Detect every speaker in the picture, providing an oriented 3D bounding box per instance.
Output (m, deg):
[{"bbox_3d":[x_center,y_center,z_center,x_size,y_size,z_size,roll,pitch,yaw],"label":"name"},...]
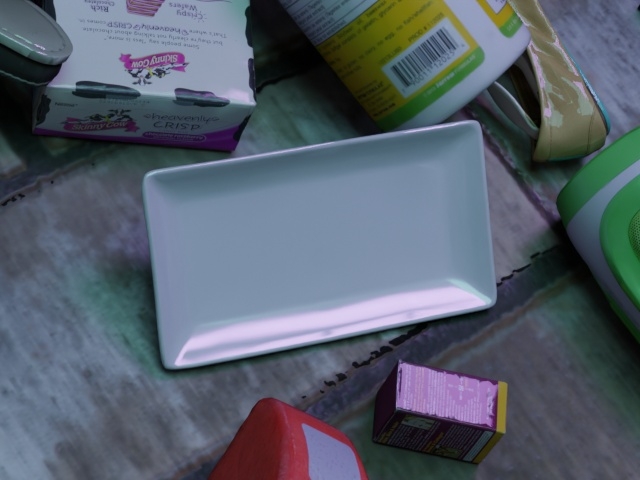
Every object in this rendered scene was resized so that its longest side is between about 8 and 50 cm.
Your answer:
[{"bbox_3d":[0.307,0.054,1.465,0.131,0.131,0.296,-28,73,-29],"label":"speaker"}]

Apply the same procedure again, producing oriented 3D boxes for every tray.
[{"bbox_3d":[0.000,0.000,1.421,0.270,0.030,0.145,-10,102,-23],"label":"tray"}]

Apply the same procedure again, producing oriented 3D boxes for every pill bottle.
[{"bbox_3d":[0.035,-0.206,1.478,0.245,0.136,0.136,51,57,-7],"label":"pill bottle"}]

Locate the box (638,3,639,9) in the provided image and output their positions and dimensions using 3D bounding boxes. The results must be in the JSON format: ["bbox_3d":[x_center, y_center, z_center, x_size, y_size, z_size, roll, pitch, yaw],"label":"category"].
[{"bbox_3d":[0.325,-0.197,1.657,0.062,0.052,0.083,-37,76,-31],"label":"box"}]

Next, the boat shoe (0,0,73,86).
[{"bbox_3d":[-0.277,-0.162,1.401,0.228,0.068,0.081,31,21,19],"label":"boat shoe"}]

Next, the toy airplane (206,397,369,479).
[{"bbox_3d":[-0.054,0.311,1.107,0.386,0.272,0.384,-21,89,-42],"label":"toy airplane"}]

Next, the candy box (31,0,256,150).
[{"bbox_3d":[-0.138,-0.188,1.486,0.159,0.071,0.233,5,60,-16],"label":"candy box"}]

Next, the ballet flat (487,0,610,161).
[{"bbox_3d":[0.153,-0.165,1.570,0.073,0.080,0.232,-22,68,-11],"label":"ballet flat"}]

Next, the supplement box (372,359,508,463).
[{"bbox_3d":[0.085,0.123,1.394,0.083,0.055,0.043,13,57,-12],"label":"supplement box"}]
